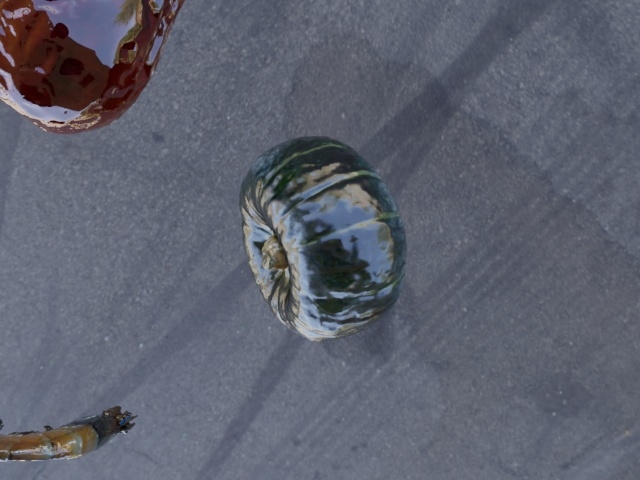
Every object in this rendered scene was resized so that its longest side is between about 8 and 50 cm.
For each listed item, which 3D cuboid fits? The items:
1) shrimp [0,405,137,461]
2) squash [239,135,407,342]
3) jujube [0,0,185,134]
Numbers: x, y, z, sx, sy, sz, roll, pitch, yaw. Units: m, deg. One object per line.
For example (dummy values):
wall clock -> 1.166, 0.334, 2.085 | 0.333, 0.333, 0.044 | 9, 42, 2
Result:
shrimp -> -0.455, 0.326, 1.033 | 0.222, 0.290, 0.054 | -3, 85, 21
squash -> 0.000, 0.000, 0.747 | 0.165, 0.252, 0.252 | -14, 125, -17
jujube -> -0.260, -0.244, 0.678 | 0.255, 0.190, 0.190 | -48, 112, -7
